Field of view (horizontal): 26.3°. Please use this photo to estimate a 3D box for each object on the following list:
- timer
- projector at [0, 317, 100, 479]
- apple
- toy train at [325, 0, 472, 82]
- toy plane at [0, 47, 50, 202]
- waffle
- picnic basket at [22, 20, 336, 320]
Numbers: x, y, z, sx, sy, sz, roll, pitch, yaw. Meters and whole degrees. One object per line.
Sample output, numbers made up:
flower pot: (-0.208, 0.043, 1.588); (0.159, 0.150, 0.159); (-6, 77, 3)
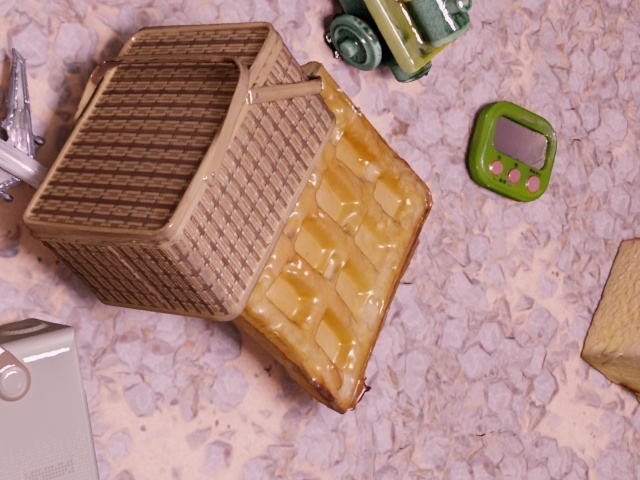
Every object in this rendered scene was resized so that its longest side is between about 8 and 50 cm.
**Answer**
timer: (0.273, -0.126, 1.953); (0.140, 0.047, 0.128); (20, 79, -31)
projector: (-0.349, 0.191, 1.467); (0.177, 0.163, 0.242); (-15, 99, -34)
apple: (0.563, 0.168, 2.062); (0.309, 0.314, 0.252); (30, 116, -23)
toy train: (0.073, -0.369, 1.714); (0.150, 0.237, 0.369); (-41, 111, -29)
toy plane: (-0.361, -0.101, 1.528); (0.226, 0.058, 0.226); (37, 68, -30)
waffle: (0.001, 0.000, 1.698); (0.304, 0.077, 0.348); (48, 54, -38)
picnic basket: (-0.155, -0.093, 1.528); (0.175, 0.228, 0.313); (53, 53, -43)
